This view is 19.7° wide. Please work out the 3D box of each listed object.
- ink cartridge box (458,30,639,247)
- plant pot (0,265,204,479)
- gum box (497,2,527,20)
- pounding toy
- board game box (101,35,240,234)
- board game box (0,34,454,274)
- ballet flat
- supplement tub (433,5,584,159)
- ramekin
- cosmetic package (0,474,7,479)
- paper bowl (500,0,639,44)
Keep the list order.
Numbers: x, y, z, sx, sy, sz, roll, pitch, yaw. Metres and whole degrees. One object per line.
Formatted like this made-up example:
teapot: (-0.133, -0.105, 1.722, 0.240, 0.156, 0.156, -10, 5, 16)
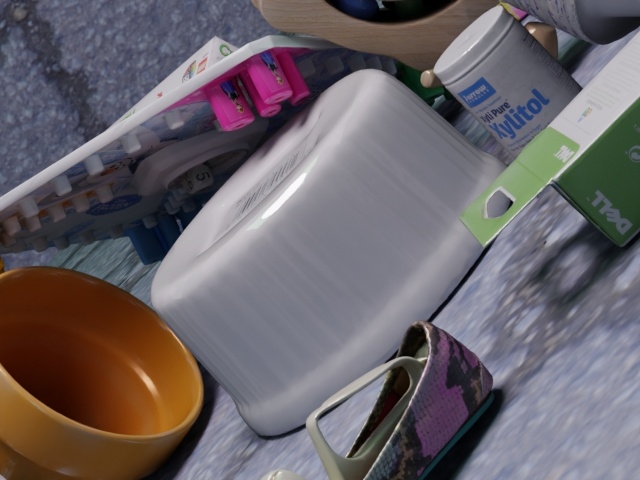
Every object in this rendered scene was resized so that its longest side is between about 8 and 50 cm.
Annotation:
ink cartridge box: (0.183, -0.059, 1.106, 0.209, 0.062, 0.109, -45, 11, 5)
plant pot: (-0.230, 0.158, 1.556, 0.188, 0.205, 0.205, -58, 5, 29)
gum box: (0.179, -0.265, 1.833, 0.107, 0.062, 0.188, -39, 13, 29)
pounding toy: (0.075, -0.210, 1.420, 0.155, 0.269, 0.154, -121, 47, -70)
board game box: (-0.111, -0.086, 1.922, 0.305, 0.193, 0.053, -33, 39, 48)
board game box: (-0.100, -0.065, 1.637, 0.390, 0.050, 0.390, -29, -9, 26)
ballet flat: (0.014, 0.132, 1.007, 0.221, 0.079, 0.077, -52, 14, -28)
supplement tub: (0.140, -0.105, 1.306, 0.071, 0.107, 0.071, -44, 12, 12)
ramekin: (0.000, 0.000, 1.376, 0.277, 0.135, 0.277, -44, 12, 12)
cosmetic package: (-0.386, 0.217, 1.421, 0.197, 0.365, 0.155, -37, 14, 34)
paper bowl: (0.234, -0.266, 1.248, 0.284, 0.148, 0.284, -47, -26, -32)
